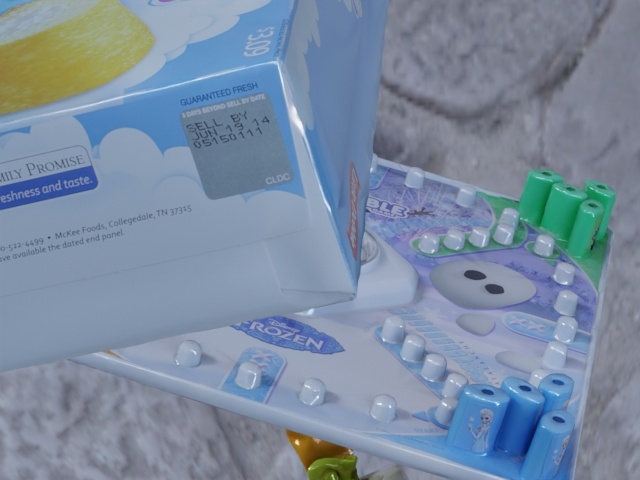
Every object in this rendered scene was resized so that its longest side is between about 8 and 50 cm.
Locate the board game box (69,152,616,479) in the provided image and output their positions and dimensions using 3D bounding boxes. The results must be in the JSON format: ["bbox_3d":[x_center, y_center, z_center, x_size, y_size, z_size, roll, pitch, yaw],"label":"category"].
[{"bbox_3d":[0.000,0.000,1.092,0.390,0.050,0.390,16,27,7],"label":"board game box"}]

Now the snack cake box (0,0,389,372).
[{"bbox_3d":[-0.061,-0.064,0.611,0.152,0.089,0.264,-13,27,11],"label":"snack cake box"}]

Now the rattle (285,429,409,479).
[{"bbox_3d":[0.002,0.227,1.527,0.130,0.199,0.143,-10,97,25],"label":"rattle"}]
